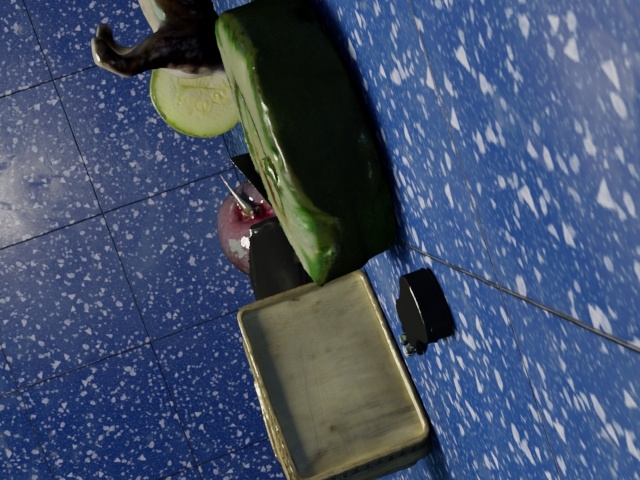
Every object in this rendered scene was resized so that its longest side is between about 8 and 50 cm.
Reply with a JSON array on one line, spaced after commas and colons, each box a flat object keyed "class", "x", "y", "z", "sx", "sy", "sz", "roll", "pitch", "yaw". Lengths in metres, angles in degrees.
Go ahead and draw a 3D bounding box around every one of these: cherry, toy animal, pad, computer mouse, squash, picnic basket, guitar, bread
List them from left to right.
[{"class": "toy animal", "x": -0.211, "y": -0.416, "z": 1.739, "sx": 0.194, "sy": 0.303, "sz": 0.344, "roll": -178, "pitch": 92, "yaw": -78}, {"class": "squash", "x": -0.259, "y": -0.329, "z": 2.313, "sx": 0.041, "sy": 0.219, "sz": 0.219, "roll": -150, "pitch": 41, "yaw": -78}, {"class": "cherry", "x": -0.121, "y": -0.020, "z": 2.258, "sx": 0.266, "sy": 0.184, "sz": 0.213, "roll": 44, "pitch": -145, "yaw": -53}, {"class": "pad", "x": -0.045, "y": -0.083, "z": 1.577, "sx": 0.143, "sy": 0.003, "sz": 0.211, "roll": 49, "pitch": -157, "yaw": 4}, {"class": "bread", "x": -0.027, "y": -0.131, "z": 1.378, "sx": 0.382, "sy": 0.129, "sz": 0.366, "roll": -143, "pitch": 33, "yaw": -80}, {"class": "computer mouse", "x": -0.032, "y": 0.050, "z": 1.743, "sx": 0.295, "sy": 0.168, "sz": 0.087, "roll": 87, "pitch": 170, "yaw": -61}, {"class": "picnic basket", "x": 0.017, "y": 0.238, "z": 1.677, "sx": 0.175, "sy": 0.228, "sz": 0.312, "roll": 89, "pitch": 161, "yaw": -65}, {"class": "guitar", "x": 0.116, "y": 0.105, "z": 1.304, "sx": 0.271, "sy": 0.038, "sz": 0.083, "roll": 92, "pitch": 158, "yaw": -73}]
